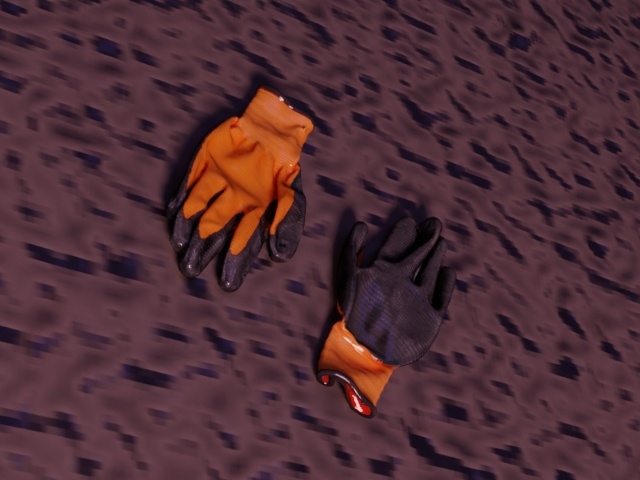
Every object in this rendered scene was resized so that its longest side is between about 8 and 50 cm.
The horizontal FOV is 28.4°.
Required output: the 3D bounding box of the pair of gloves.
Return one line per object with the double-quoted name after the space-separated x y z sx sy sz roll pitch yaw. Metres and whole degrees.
0.000 0.000 0.340 0.083 0.010 0.074 40 43 -9 "pair of gloves"
